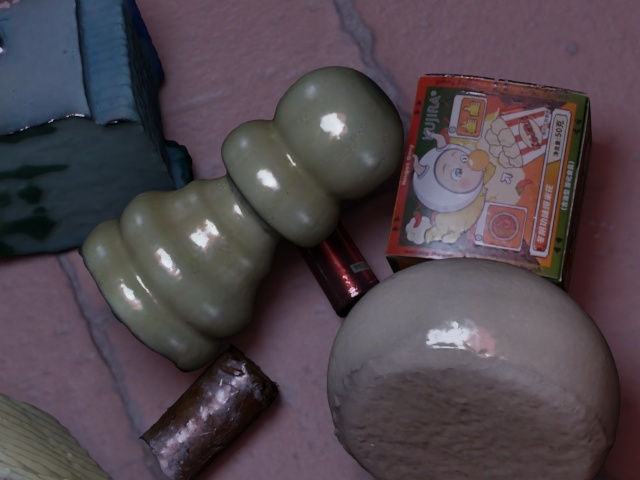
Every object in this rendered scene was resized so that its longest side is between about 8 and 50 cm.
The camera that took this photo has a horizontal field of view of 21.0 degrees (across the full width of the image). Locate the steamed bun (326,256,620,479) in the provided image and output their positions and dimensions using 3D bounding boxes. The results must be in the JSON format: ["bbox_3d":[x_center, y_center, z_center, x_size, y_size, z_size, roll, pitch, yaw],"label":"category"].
[{"bbox_3d":[0.147,0.123,1.643,0.283,0.283,0.177,5,50,11],"label":"steamed bun"}]

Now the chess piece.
[{"bbox_3d":[-0.061,-0.038,1.723,0.330,0.182,0.182,-40,71,13],"label":"chess piece"}]

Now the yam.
[{"bbox_3d":[-0.113,0.178,1.762,0.141,0.079,0.079,-45,72,-2],"label":"yam"}]

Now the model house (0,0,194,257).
[{"bbox_3d":[-0.316,-0.182,1.828,0.295,0.251,0.329,-15,65,6],"label":"model house"}]

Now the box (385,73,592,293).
[{"bbox_3d":[0.173,-0.047,1.743,0.178,0.148,0.194,9,75,13],"label":"box"}]

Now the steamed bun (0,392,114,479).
[{"bbox_3d":[-0.342,0.294,1.666,0.272,0.290,0.273,-48,55,0],"label":"steamed bun"}]

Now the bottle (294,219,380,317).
[{"bbox_3d":[0.000,0.000,1.807,0.060,0.060,0.164,-32,72,-1],"label":"bottle"}]
